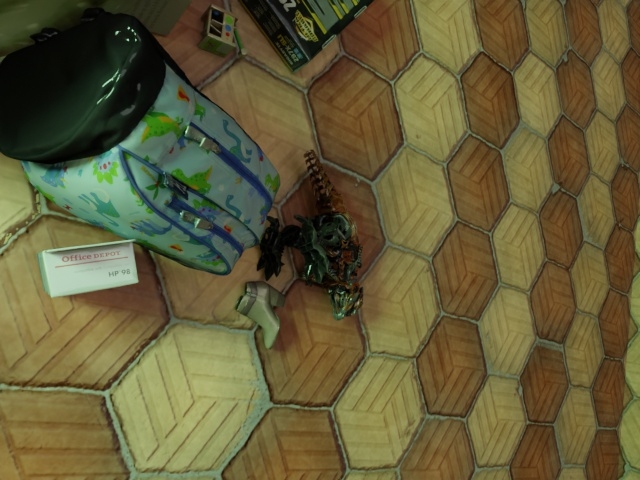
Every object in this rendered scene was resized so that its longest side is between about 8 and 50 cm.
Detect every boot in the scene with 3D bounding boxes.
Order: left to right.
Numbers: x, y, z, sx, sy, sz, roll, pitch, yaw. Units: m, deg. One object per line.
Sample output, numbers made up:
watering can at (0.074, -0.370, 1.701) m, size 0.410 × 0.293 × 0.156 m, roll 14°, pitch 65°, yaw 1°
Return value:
boot at (-0.115, 0.135, 0.836) m, size 0.087 × 0.042 × 0.118 m, roll 19°, pitch 77°, yaw -26°

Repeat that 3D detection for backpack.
backpack at (-0.219, -0.098, 0.633) m, size 0.355 × 0.290 × 0.273 m, roll 16°, pitch 79°, yaw -59°

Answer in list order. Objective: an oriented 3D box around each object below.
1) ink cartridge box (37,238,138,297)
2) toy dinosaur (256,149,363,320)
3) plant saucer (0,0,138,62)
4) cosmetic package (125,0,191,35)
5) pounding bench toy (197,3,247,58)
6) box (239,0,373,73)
ink cartridge box at (-0.316, 0.036, 0.612) m, size 0.104 × 0.180 × 0.060 m, roll -9°, pitch 93°, yaw -34°
toy dinosaur at (0.000, 0.000, 0.881) m, size 0.218 × 0.164 × 0.322 m, roll -18°, pitch 80°, yaw -48°
plant saucer at (-0.384, -0.265, 0.441) m, size 0.400 × 0.400 × 0.101 m, roll -27°, pitch 107°, yaw -32°
cosmetic package at (-0.384, -0.427, 0.556) m, size 0.453 × 0.230 × 0.161 m, roll -1°, pitch 88°, yaw -35°
pounding bench toy at (-0.168, -0.370, 0.807) m, size 0.083 × 0.052 × 0.065 m, roll 10°, pitch 82°, yaw -34°
box at (-0.061, -0.537, 0.874) m, size 0.322 × 0.079 × 0.257 m, roll 49°, pitch 65°, yaw -23°
